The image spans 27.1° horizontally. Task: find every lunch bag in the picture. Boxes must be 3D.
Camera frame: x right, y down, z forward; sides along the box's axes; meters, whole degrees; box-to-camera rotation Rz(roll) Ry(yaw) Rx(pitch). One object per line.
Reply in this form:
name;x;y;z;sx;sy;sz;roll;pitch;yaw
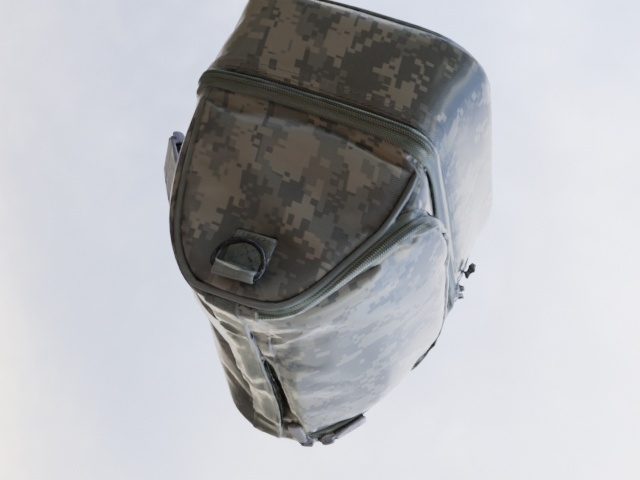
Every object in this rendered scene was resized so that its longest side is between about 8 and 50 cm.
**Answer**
lunch bag;0.000;0.000;1.032;0.213;0.256;0.305;22;-22;16

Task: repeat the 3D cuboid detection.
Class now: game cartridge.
game cartridge;-0.125;-0.050;1.181;0.056;0.017;0.083;111;-28;-43
